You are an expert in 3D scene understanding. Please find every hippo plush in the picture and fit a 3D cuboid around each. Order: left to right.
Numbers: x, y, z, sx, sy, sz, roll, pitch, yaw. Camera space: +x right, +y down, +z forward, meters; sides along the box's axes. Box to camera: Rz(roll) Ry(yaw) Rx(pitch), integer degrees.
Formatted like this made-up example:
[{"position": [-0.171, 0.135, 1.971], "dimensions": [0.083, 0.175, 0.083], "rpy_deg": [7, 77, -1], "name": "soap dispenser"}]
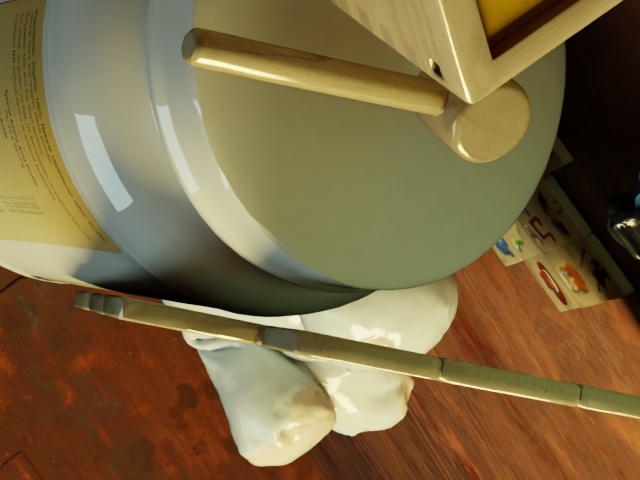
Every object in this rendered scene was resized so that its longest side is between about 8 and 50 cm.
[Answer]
[{"position": [0.000, 0.000, 1.027], "dimensions": [0.294, 0.234, 0.236], "rpy_deg": [50, 143, 1], "name": "hippo plush"}]

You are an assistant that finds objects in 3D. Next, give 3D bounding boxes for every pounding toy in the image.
[{"position": [0.049, -0.092, 0.428], "dimensions": [0.094, 0.181, 0.206], "rpy_deg": [44, 165, 43], "name": "pounding toy"}]

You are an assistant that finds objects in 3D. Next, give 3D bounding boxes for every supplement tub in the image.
[{"position": [-0.059, -0.082, 0.684], "dimensions": [0.316, 0.228, 0.228], "rpy_deg": [5, 131, 54], "name": "supplement tub"}]

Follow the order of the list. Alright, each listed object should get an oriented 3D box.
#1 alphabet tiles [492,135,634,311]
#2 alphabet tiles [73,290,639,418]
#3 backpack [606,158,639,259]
[{"position": [0.092, -0.060, 0.811], "dimensions": [0.237, 0.009, 0.198], "rpy_deg": [54, 169, 1], "name": "alphabet tiles"}, {"position": [0.060, 0.061, 0.663], "dimensions": [0.343, 0.011, 0.285], "rpy_deg": [12, 176, -15], "name": "alphabet tiles"}, {"position": [0.169, -0.019, 0.303], "dimensions": [0.158, 0.117, 0.173], "rpy_deg": [51, 151, 17], "name": "backpack"}]
